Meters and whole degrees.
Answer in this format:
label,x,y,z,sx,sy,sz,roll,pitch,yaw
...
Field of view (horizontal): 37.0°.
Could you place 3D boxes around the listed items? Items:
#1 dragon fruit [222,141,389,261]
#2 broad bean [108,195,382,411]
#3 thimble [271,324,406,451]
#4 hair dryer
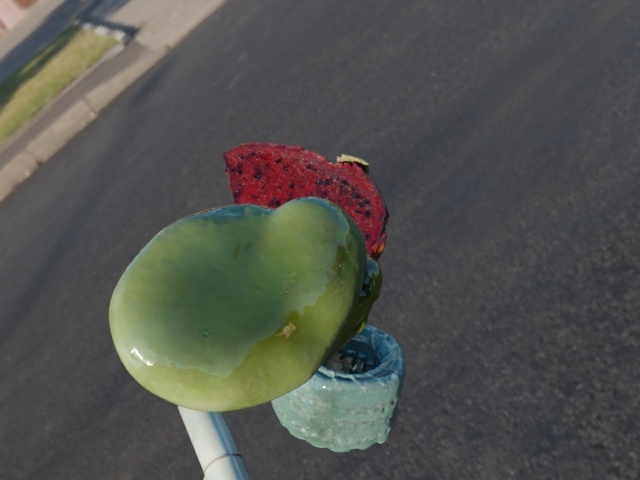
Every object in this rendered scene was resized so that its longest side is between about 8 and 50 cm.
label,x,y,z,sx,sy,sz,roll,pitch,yaw
dragon fruit,0.000,0.000,1.370,0.205,0.152,0.317,-18,57,0
broad bean,-0.056,0.050,0.775,0.227,0.169,0.100,-9,-19,-14
thimble,0.023,0.223,1.529,0.198,0.143,0.235,-18,36,-40
hair dryer,-0.128,0.274,1.022,0.155,0.044,0.183,62,139,35
